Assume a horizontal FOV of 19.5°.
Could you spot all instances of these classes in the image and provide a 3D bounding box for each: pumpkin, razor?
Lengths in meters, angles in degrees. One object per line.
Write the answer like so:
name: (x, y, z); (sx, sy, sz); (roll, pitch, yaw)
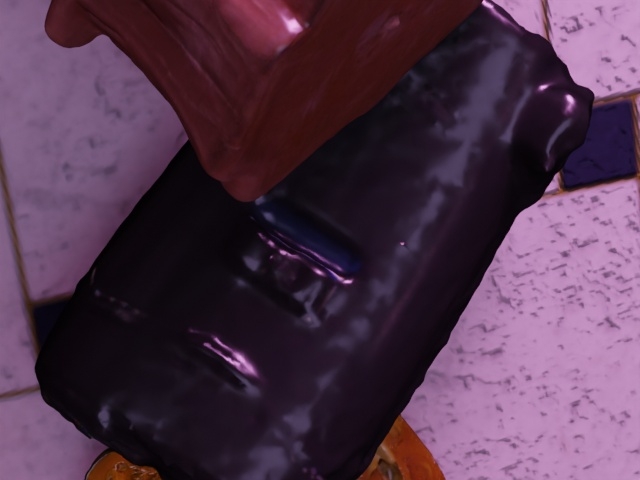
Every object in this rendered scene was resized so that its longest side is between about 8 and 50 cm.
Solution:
pumpkin: (-0.106, 0.140, 1.105); (0.083, 0.028, 0.050); (-11, 108, -21)
razor: (0.001, -0.001, 1.027); (0.189, 0.107, 0.327); (36, 86, 3)

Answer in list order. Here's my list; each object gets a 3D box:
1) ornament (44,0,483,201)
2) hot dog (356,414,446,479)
ornament: (-0.038, -0.176, 0.908); (0.217, 0.221, 0.235); (43, 128, 12)
hot dog: (0.033, 0.187, 1.137); (0.115, 0.072, 0.269); (-34, 112, -11)
